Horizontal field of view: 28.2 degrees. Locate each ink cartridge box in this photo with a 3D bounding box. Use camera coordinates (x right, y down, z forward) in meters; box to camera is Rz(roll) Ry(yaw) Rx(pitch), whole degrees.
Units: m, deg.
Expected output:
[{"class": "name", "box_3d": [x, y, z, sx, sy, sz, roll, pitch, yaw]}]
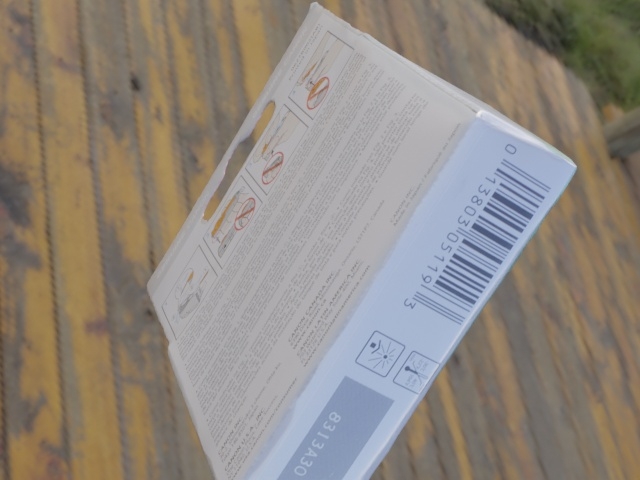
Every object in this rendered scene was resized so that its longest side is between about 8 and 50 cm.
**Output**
[{"class": "ink cartridge box", "box_3d": [0.000, 0.000, 0.571, 0.056, 0.181, 0.225, 28, 10, -22]}]
